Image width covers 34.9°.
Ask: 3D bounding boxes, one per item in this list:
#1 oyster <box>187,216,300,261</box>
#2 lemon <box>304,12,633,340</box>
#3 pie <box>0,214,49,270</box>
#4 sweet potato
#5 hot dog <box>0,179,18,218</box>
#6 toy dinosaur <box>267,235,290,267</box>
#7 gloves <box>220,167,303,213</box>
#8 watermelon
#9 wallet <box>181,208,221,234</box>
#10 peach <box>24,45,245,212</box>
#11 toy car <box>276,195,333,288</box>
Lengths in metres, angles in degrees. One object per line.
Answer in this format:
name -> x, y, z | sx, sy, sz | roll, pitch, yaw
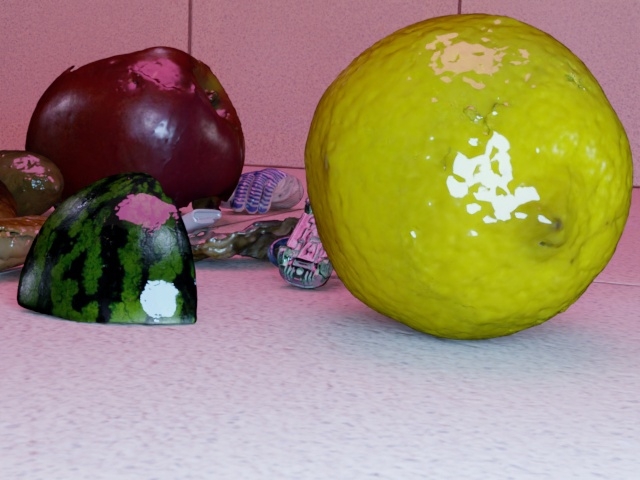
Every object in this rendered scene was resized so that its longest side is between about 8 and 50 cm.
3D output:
oyster -> -0.042, -0.010, 1.407 | 0.344, 0.079, 0.128 | -11, -4, -16
lemon -> 0.135, -0.061, 0.974 | 0.335, 0.336, 0.336 | 2, 7, 0
pie -> -0.433, 0.009, 1.209 | 0.282, 0.069, 0.128 | -3, 7, -28
sweet potato -> -0.602, -0.083, 1.728 | 0.422, 0.131, 0.130 | -3, 5, 23
hot dog -> -0.531, -0.049, 1.518 | 0.160, 0.099, 0.227 | 0, 9, -14
toy dinosaur -> 0.113, 0.010, 1.330 | 0.362, 0.077, 0.147 | 4, 11, -3
gloves -> -0.124, -0.098, 2.099 | 0.119, 0.097, 0.229 | -29, -5, 32
watermelon -> -0.198, 0.024, 1.026 | 0.137, 0.193, 0.145 | 49, -17, -29
wallet -> -0.204, -0.016, 1.469 | 0.122, 0.025, 0.061 | -23, -6, 34
peach -> -0.350, -0.169, 1.881 | 0.416, 0.353, 0.339 | -33, -15, 20
toy car -> 0.000, 0.000, 1.246 | 0.069, 0.055, 0.142 | 14, 54, 20
